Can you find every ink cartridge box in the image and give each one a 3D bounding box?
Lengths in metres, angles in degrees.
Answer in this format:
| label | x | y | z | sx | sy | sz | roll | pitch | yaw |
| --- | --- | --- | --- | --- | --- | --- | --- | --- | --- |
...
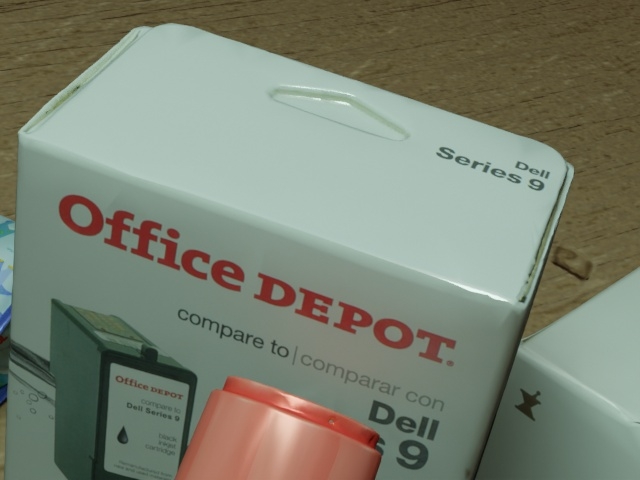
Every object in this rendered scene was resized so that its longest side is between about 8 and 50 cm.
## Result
| label | x | y | z | sx | sy | sz | roll | pitch | yaw |
| --- | --- | --- | --- | --- | --- | --- | --- | --- | --- |
| ink cartridge box | -0.029 | 0.074 | 0.574 | 0.211 | 0.289 | 0.121 | 18 | 35 | 10 |

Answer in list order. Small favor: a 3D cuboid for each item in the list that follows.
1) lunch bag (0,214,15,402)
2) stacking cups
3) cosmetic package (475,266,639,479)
| label | x | y | z | sx | sy | sz | roll | pitch | yaw |
| --- | --- | --- | --- | --- | --- | --- | --- | --- | --- |
| lunch bag | -0.238 | 0.046 | 0.732 | 0.129 | 0.096 | 0.151 | 23 | 51 | 12 |
| stacking cups | -0.056 | 0.202 | 0.392 | 0.096 | 0.096 | 0.316 | 21 | 80 | 13 |
| cosmetic package | 0.277 | 0.097 | 0.747 | 0.365 | 0.155 | 0.197 | -25 | 48 | -39 |
